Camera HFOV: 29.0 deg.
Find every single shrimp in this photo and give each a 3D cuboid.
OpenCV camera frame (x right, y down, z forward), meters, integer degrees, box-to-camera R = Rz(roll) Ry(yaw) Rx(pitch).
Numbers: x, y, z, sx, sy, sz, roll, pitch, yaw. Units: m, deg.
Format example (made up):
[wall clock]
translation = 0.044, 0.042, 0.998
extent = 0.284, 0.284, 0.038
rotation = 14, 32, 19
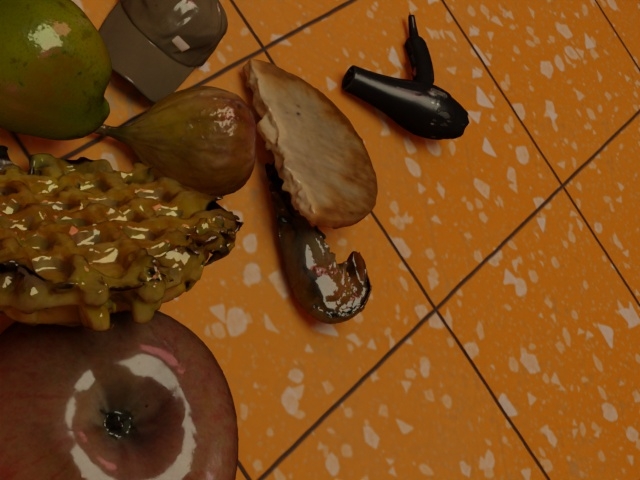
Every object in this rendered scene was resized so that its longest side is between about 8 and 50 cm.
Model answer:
[shrimp]
translation = -0.009, 0.001, 1.834
extent = 0.117, 0.066, 0.262
rotation = -11, 74, -24

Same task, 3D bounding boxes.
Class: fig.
[fig]
translation = -0.212, -0.147, 1.695
extent = 0.257, 0.159, 0.159
rotation = 9, 62, -20

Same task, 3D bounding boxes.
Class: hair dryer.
[hair dryer]
translation = 0.141, -0.300, 2.140
extent = 0.235, 0.091, 0.271
rotation = 20, 44, -22

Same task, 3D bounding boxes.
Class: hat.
[hat]
translation = -0.221, -0.295, 1.762
extent = 0.166, 0.144, 0.173
rotation = 38, 25, -18

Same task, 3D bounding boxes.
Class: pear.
[pear]
translation = -0.355, -0.221, 1.550
extent = 0.220, 0.187, 0.187
rotation = 36, 49, -14

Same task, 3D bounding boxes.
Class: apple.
[apple]
translation = -0.238, 0.222, 1.369
extent = 0.345, 0.269, 0.345
rotation = 19, 58, -33

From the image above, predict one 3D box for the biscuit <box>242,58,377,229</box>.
[biscuit]
translation = -0.005, -0.137, 1.887
extent = 0.204, 0.040, 0.309
rotation = 9, 48, -43

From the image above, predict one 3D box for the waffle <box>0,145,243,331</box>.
[waffle]
translation = -0.292, -0.009, 1.409
extent = 0.382, 0.380, 0.095
rotation = -44, 142, -59
